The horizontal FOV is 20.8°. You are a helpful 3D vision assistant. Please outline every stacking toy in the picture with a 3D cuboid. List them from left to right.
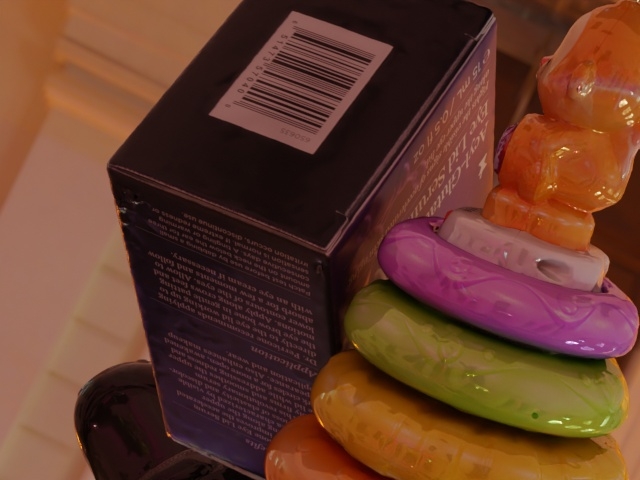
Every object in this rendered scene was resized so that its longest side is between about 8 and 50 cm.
[{"bbox_3d":[0.065,0.050,0.676,0.165,0.302,0.175,22,-168,20],"label":"stacking toy"}]

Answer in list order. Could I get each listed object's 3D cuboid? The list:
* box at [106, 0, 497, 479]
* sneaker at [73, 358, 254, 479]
[{"bbox_3d":[0.000,0.000,0.790,0.108,0.153,0.207,21,147,21],"label":"box"},{"bbox_3d":[-0.045,0.182,0.939,0.283,0.107,0.124,51,-167,10],"label":"sneaker"}]
